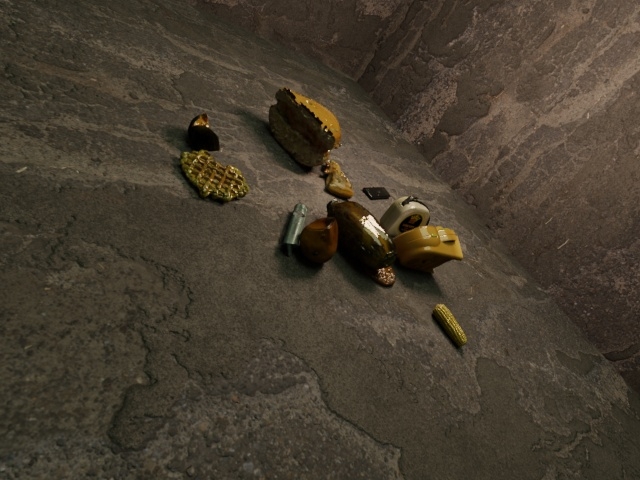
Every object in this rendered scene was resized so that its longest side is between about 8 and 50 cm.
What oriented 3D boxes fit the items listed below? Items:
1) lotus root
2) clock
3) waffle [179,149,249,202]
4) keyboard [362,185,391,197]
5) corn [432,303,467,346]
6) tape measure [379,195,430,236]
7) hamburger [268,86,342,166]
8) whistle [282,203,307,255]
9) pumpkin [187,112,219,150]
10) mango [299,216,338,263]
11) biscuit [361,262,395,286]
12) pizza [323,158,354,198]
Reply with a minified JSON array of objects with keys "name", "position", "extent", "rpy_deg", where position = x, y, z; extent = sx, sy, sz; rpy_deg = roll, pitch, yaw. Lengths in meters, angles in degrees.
[{"name":"lotus root","position":[0.166,-0.036,1.865],"extent":[0.196,0.179,0.397],"rpy_deg":[-7,46,-48]},{"name":"clock","position":[0.497,0.036,2.087],"extent":[0.317,0.244,0.200],"rpy_deg":[5,60,-39]},{"name":"waffle","position":[-0.405,-0.250,1.670],"extent":[0.291,0.051,0.291],"rpy_deg":[26,33,-18]},{"name":"keyboard","position":[0.328,-0.279,2.519],"extent":[0.230,0.025,0.093],"rpy_deg":[-10,57,-52]},{"name":"corn","position":[0.565,0.368,1.886],"extent":[0.072,0.072,0.203],"rpy_deg":[-2,51,-48]},{"name":"tape measure","position":[0.467,-0.126,2.265],"extent":[0.271,0.231,0.133],"rpy_deg":[13,37,-36]},{"name":"hamburger","position":[-0.052,-0.573,2.257],"extent":[0.445,0.268,0.287],"rpy_deg":[47,33,21]},{"name":"whistle","position":[-0.101,-0.049,1.724],"extent":[0.062,0.062,0.312],"rpy_deg":[31,32,-13]},{"name":"pumpkin","position":[-0.485,-0.434,1.767],"extent":[0.108,0.119,0.183],"rpy_deg":[-19,50,-14]},{"name":"mango","position":[0.000,0.000,1.685],"extent":[0.136,0.166,0.236],"rpy_deg":[1,21,16]},{"name":"biscuit","position":[0.258,0.124,1.914],"extent":[0.188,0.027,0.188],"rpy_deg":[27,33,-19]},{"name":"pizza","position":[0.093,-0.333,2.294],"extent":[0.189,0.071,0.297],"rpy_deg":[23,34,-24]}]
